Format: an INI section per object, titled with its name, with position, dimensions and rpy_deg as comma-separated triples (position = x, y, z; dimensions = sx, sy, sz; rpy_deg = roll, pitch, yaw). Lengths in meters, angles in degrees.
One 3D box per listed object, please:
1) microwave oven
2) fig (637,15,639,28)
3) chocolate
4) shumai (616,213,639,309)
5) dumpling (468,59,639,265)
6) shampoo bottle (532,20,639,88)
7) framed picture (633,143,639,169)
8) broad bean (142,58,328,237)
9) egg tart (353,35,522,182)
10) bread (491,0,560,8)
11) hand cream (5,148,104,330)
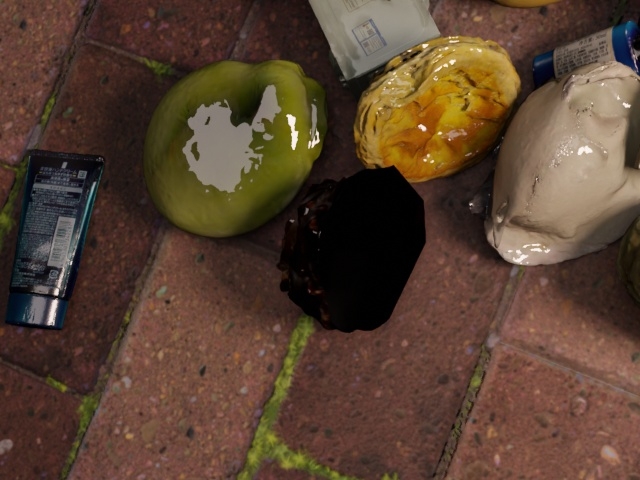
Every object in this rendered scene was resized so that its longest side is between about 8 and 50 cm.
[microwave oven]
position = 0.067, -0.324, 1.319
dimensions = 0.162, 0.122, 0.208
rpy_deg = -26, 79, 5
[fig]
position = 0.529, -0.245, 1.228
dimensions = 0.245, 0.149, 0.149
rpy_deg = 43, 92, 0
[chocolate]
position = 0.000, 0.000, 1.274
dimensions = 0.177, 0.206, 0.224
rpy_deg = 11, 68, 41
[shumai]
position = 0.482, 0.070, 1.189
dimensions = 0.225, 0.222, 0.261
rpy_deg = -5, 45, -4
[dumpling]
position = 0.326, -0.100, 1.239
dimensions = 0.163, 0.204, 0.293
rpy_deg = 48, 121, 46
[shampoo bottle]
position = 0.368, -0.229, 1.239
dimensions = 0.183, 0.050, 0.087
rpy_deg = -14, 88, 47
[framed picture]
position = 0.505, -0.199, 1.162
dimensions = 0.192, 0.018, 0.265
rpy_deg = 10, 97, -11
[broad bean]
position = -0.123, -0.139, 1.333
dimensions = 0.291, 0.119, 0.238
rpy_deg = -44, 87, 5
[egg tart]
position = 0.147, -0.179, 1.251
dimensions = 0.241, 0.241, 0.106
rpy_deg = -27, 51, 6
[bread]
position = 0.279, -0.474, 1.281
dimensions = 0.333, 0.160, 0.333
rpy_deg = -1, 84, 9
[hand cream]
position = -0.401, -0.004, 1.401
dimensions = 0.120, 0.061, 0.270
rpy_deg = 6, 79, 10
